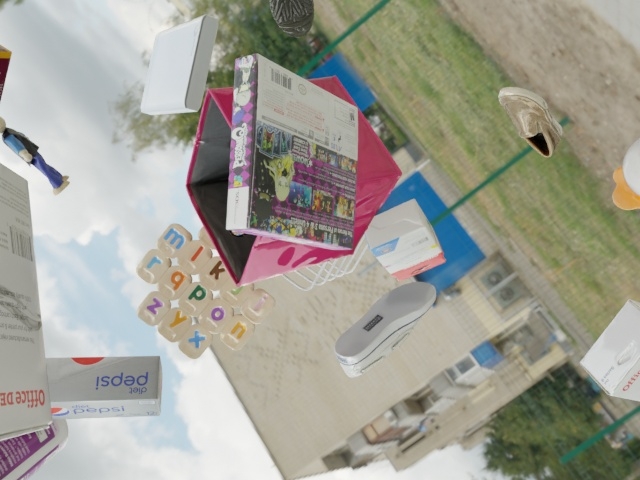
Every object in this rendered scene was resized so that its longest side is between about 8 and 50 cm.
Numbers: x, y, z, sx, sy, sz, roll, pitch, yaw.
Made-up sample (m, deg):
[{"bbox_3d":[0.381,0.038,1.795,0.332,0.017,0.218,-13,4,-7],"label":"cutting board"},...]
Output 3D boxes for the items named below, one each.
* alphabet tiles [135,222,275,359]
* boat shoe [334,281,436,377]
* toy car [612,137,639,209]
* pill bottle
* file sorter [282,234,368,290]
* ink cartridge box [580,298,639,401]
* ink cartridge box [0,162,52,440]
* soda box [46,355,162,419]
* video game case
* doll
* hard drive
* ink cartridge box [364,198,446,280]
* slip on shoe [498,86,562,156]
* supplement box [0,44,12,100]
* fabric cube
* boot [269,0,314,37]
[{"bbox_3d":[-0.243,0.098,1.442,0.284,0.278,0.021,38,179,3],"label":"alphabet tiles"},{"bbox_3d":[0.147,0.191,1.449,0.096,0.268,0.088,25,145,43],"label":"boat shoe"},{"bbox_3d":[0.572,-0.122,1.061,0.219,0.238,0.210,7,-138,-43],"label":"toy car"},{"bbox_3d":[-0.661,0.434,1.331,0.169,0.169,0.301,52,-145,-2],"label":"pill bottle"},{"bbox_3d":[0.000,0.000,1.784,0.173,0.192,0.278,35,-160,17],"label":"file sorter"},{"bbox_3d":[0.601,0.208,1.221,0.213,0.154,0.093,15,-156,-31],"label":"ink cartridge box"},{"bbox_3d":[-0.508,0.080,0.918,0.285,0.167,0.394,97,163,-79],"label":"ink cartridge box"},{"bbox_3d":[-0.459,0.289,1.336,0.091,0.287,0.098,102,166,-54],"label":"soda box"},{"bbox_3d":[-0.027,-0.102,0.880,0.232,0.042,0.210,11,-101,-55],"label":"video game case"},{"bbox_3d":[-0.576,-0.173,1.335,0.189,0.046,0.129,51,178,-30],"label":"doll"},{"bbox_3d":[-0.381,-0.452,1.791,0.047,0.232,0.353,12,-179,-33],"label":"hard drive"},{"bbox_3d":[0.197,0.006,1.566,0.231,0.134,0.077,45,-156,-59],"label":"ink cartridge box"},{"bbox_3d":[0.282,-0.159,0.915,0.052,0.041,0.135,6,162,44],"label":"slip on shoe"},{"bbox_3d":[-0.566,-0.231,1.058,0.104,0.188,0.081,33,-156,16],"label":"supplement box"},{"bbox_3d":[-0.062,-0.110,1.223,0.258,0.259,0.254,-15,-120,-31],"label":"fabric cube"},{"bbox_3d":[-0.065,-0.459,1.169,0.208,0.076,0.189,-102,-6,-64],"label":"boot"}]
